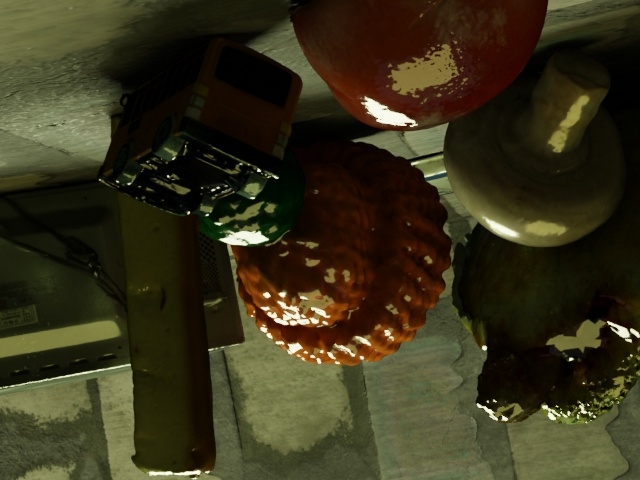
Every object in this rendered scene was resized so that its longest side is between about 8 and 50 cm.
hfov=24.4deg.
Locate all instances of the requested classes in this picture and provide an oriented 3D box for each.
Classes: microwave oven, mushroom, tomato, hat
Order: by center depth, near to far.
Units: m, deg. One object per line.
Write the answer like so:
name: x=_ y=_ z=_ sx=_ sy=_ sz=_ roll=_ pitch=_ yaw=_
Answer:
tomato: x=0.090 y=-0.146 z=1.128 sx=0.199 sy=0.112 sz=0.228 roll=-15 pitch=177 yaw=23
mushroom: x=0.249 y=-0.098 z=1.582 sx=0.209 sy=0.206 sz=0.206 roll=-28 pitch=166 yaw=37
hat: x=0.000 y=0.000 z=1.725 sx=0.285 sy=0.285 sz=0.400 roll=-12 pitch=170 yaw=14
microwave oven: x=-0.357 y=0.069 z=1.917 sx=0.432 sy=0.236 sz=0.374 roll=-9 pitch=176 yaw=-20

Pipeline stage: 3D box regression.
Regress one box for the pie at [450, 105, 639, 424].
pie: x=0.345 y=0.004 z=1.708 sx=0.418 sy=0.180 sz=0.395 roll=-41 pitch=-155 yaw=20

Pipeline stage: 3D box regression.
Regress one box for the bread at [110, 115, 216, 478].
bread: x=-0.155 y=0.058 z=1.477 sx=0.077 sy=0.361 sz=0.138 roll=-5 pitch=177 yaw=1

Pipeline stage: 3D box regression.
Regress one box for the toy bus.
toy bus: x=-0.106 y=-0.093 z=1.254 sx=0.098 sy=0.114 sz=0.201 roll=24 pitch=161 yaw=-23

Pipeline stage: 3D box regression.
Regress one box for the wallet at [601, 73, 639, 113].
wallet: x=0.432 y=-0.187 z=1.832 sx=0.309 sy=0.042 sz=0.165 roll=-13 pitch=174 yaw=22

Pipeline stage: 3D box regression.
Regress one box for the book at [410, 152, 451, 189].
book: x=0.182 y=-0.099 z=2.347 sx=0.428 sy=0.039 sz=0.300 roll=-13 pitch=175 yaw=23
